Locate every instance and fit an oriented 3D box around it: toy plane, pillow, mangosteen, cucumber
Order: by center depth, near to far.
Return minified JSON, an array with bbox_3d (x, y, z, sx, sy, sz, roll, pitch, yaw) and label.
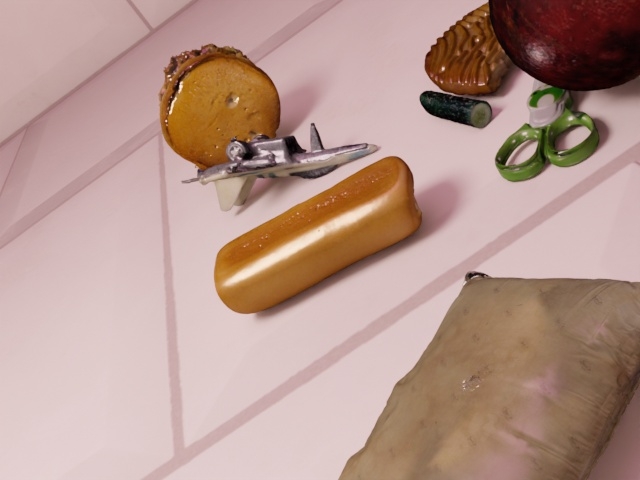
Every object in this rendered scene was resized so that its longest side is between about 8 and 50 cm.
[{"bbox_3d":[0.097,0.133,0.525,0.185,0.075,0.302,2,49,54],"label":"pillow"},{"bbox_3d":[0.234,-0.270,0.745,0.235,0.261,0.235,-55,-1,-2],"label":"mangosteen"},{"bbox_3d":[0.151,-0.157,0.951,0.032,0.032,0.133,-41,29,-7],"label":"cucumber"},{"bbox_3d":[-0.051,-0.111,1.065,0.262,0.088,0.192,-18,6,26],"label":"toy plane"}]

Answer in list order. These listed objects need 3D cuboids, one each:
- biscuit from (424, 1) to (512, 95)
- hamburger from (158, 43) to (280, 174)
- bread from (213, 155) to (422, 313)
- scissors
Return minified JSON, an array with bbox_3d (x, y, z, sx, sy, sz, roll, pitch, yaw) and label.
[{"bbox_3d":[0.211,-0.247,0.999,0.176,0.031,0.228,-23,29,13],"label":"biscuit"},{"bbox_3d":[-0.158,-0.198,1.207,0.182,0.191,0.118,-49,26,-5],"label":"hamburger"},{"bbox_3d":[0.000,0.000,0.844,0.239,0.074,0.092,-27,34,18],"label":"bread"},{"bbox_3d":[0.233,-0.138,0.830,0.101,0.027,0.204,-16,37,31],"label":"scissors"}]
